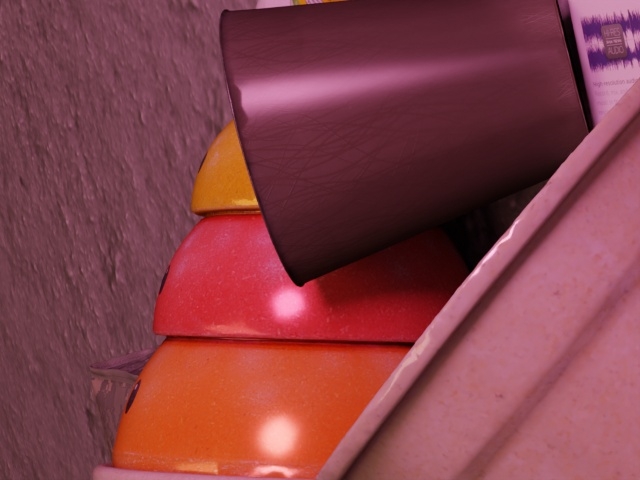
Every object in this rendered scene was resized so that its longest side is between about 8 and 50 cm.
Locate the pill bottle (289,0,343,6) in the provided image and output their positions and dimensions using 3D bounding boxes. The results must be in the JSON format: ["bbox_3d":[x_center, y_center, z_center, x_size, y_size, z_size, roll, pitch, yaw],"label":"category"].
[{"bbox_3d":[0.069,-0.243,1.353,0.136,0.136,0.245,58,148,28],"label":"pill bottle"}]

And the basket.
[{"bbox_3d":[0.066,-0.092,1.310,0.154,0.227,0.204,-69,-37,-74],"label":"basket"}]

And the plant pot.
[{"bbox_3d":[0.216,0.113,1.067,0.305,0.334,0.334,40,144,7],"label":"plant pot"}]

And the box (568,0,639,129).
[{"bbox_3d":[0.238,-0.180,1.166,0.232,0.058,0.322,2,107,61],"label":"box"}]

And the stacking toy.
[{"bbox_3d":[0.000,0.000,1.522,0.350,0.351,0.480,-9,78,62],"label":"stacking toy"}]

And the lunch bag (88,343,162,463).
[{"bbox_3d":[-0.099,0.222,1.871,0.287,0.169,0.235,2,106,66],"label":"lunch bag"}]
